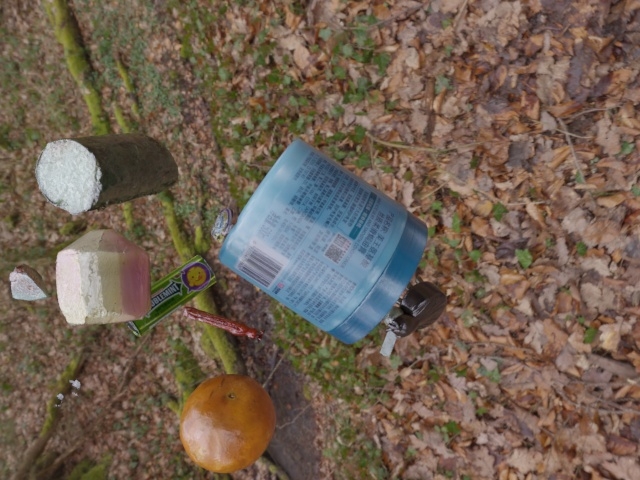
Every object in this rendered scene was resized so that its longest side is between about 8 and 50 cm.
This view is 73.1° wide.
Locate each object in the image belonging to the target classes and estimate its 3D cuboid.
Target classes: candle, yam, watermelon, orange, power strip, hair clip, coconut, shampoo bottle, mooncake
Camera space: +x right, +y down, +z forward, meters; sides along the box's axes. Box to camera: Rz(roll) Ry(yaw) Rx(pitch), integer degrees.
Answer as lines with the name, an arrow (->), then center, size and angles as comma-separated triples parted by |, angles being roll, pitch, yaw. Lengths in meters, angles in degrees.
candle -> -0.383, 0.330, 1.707 | 0.329, 0.051, 0.048 | 19, 127, -7
yam -> -0.479, -0.167, 1.016 | 0.168, 0.304, 0.168 | 5, 109, 16
watermelon -> -0.752, 0.105, 1.112 | 0.180, 0.081, 0.094 | 3, 105, 54
orange -> -0.274, 0.539, 1.294 | 0.284, 0.284, 0.226 | 30, 129, 32
power strip -> 0.311, 0.453, 1.933 | 0.051, 0.019, 0.136 | 20, 90, 24
hair clip -> -0.315, -0.051, 1.432 | 0.172, 0.049, 0.116 | 23, 86, 57
coconut -> -0.554, 0.090, 1.105 | 0.233, 0.233, 0.245 | -15, 79, 43
shampoo bottle -> 0.000, 0.000, 0.961 | 0.342, 0.331, 0.331 | 33, 128, -7
mooncake -> -0.659, 0.553, 1.121 | 0.150, 0.057, 0.347 | 10, 89, 26

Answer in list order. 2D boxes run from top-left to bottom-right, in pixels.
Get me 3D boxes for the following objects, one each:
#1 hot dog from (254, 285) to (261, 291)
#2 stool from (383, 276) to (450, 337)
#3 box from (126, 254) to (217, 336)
hot dog -> -0.248, 0.102, 1.961 | 0.072, 0.115, 0.269 | -7, 71, 44
stool -> 0.246, 0.180, 1.166 | 0.121, 0.217, 0.125 | 43, 154, 41
box -> -0.557, 0.198, 1.594 | 0.097, 0.345, 0.134 | -21, 103, 55
